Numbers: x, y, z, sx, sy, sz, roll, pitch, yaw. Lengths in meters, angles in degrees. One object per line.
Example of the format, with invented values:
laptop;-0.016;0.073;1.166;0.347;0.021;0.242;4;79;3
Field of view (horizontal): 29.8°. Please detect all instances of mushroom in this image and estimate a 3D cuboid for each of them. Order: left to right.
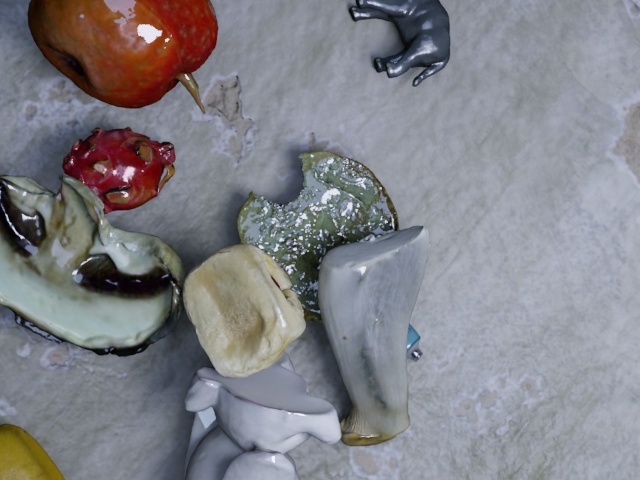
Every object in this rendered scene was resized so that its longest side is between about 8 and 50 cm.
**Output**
mushroom;-0.345;0.022;1.712;0.344;0.130;0.247;17;112;3
mushroom;0.081;0.144;1.703;0.159;0.122;0.328;-2;110;5

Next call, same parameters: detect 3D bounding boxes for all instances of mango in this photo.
mango;-0.432;0.359;1.734;0.137;0.098;0.195;-15;80;0

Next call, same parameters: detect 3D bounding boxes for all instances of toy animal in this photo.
toy animal;-0.111;0.309;1.701;0.206;0.272;0.265;5;111;-28
toy animal;0.115;-0.359;1.802;0.137;0.082;0.269;-14;83;-6

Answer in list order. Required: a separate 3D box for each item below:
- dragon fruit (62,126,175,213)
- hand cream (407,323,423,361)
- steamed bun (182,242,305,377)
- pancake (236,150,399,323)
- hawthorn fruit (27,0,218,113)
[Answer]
dragon fruit;-0.290;-0.100;1.753;0.166;0.136;0.133;-17;123;-28
hand cream;0.064;0.101;1.796;0.224;0.048;0.083;43;86;7
steamed bun;-0.090;0.089;1.669;0.141;0.155;0.172;-28;86;22
pancake;0.000;0.000;1.762;0.254;0.037;0.253;0;91;-1
hawthorn fruit;-0.278;-0.317;1.709;0.262;0.258;0.258;16;86;-27
